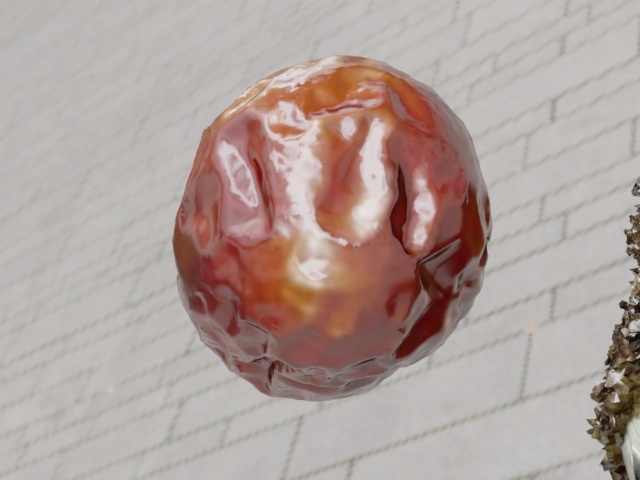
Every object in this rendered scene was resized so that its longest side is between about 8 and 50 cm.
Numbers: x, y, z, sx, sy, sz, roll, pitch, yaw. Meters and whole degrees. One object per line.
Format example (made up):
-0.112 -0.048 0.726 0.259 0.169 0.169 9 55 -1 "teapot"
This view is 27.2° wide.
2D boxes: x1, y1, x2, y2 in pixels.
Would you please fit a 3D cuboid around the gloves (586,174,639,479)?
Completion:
0.222 0.076 0.684 0.135 0.210 0.312 -22 40 38 "gloves"

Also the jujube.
0.000 0.000 0.717 0.174 0.174 0.250 -48 3 -14 "jujube"
